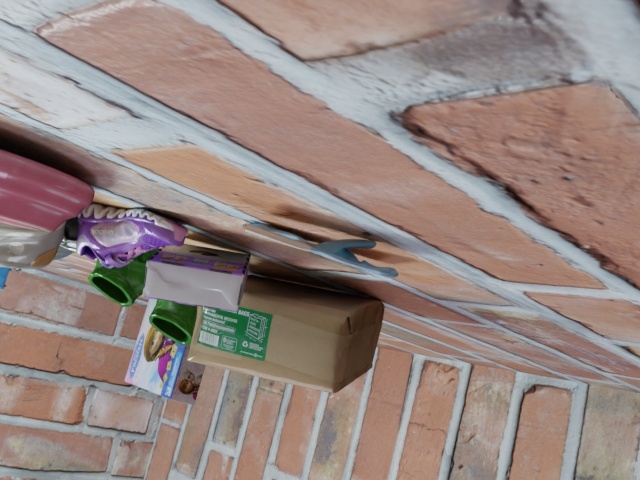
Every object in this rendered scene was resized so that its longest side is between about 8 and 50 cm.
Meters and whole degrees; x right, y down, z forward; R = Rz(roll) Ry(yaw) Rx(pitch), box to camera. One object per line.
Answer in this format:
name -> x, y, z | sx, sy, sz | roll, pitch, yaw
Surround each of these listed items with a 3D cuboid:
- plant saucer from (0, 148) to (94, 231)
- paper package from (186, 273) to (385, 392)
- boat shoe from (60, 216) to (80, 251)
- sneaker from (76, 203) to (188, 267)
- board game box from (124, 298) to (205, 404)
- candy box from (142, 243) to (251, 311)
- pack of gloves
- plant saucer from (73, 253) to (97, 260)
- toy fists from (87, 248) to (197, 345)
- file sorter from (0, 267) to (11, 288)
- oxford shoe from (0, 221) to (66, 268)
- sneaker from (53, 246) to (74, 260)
plant saucer -> -0.496, -0.082, 1.043 | 0.332, 0.084, 0.332 | 15, 174, 2
paper package -> -0.063, 0.183, 1.532 | 0.324, 0.168, 0.309 | 11, -177, 17
boat shoe -> -0.496, -0.025, 1.400 | 0.219, 0.078, 0.070 | 11, 170, 23
sneaker -> -0.330, 0.000, 1.259 | 0.236, 0.105, 0.095 | 6, 165, 29
board game box -> -0.346, 0.208, 1.760 | 0.065, 0.319, 0.318 | 22, 166, -30
candy box -> -0.217, 0.061, 1.332 | 0.164, 0.070, 0.196 | 9, -171, -3
pack of gloves -> 0.000, 0.000, 1.073 | 0.232, 0.046, 0.195 | 18, 180, -9
plant saucer -> -0.589, 0.018, 1.798 | 0.240, 0.037, 0.241 | 15, 173, 2
toy fists -> -0.340, 0.091, 1.549 | 0.279, 0.142, 0.096 | 35, 141, -12
file sorter -> -0.740, 0.013, 1.649 | 0.118, 0.170, 0.104 | 16, 171, -14
oxford shoe -> -0.654, -0.035, 1.284 | 0.449, 0.130, 0.169 | 11, -148, 9
sneaker -> -0.595, -0.020, 1.562 | 0.091, 0.094, 0.258 | 49, -173, 12
